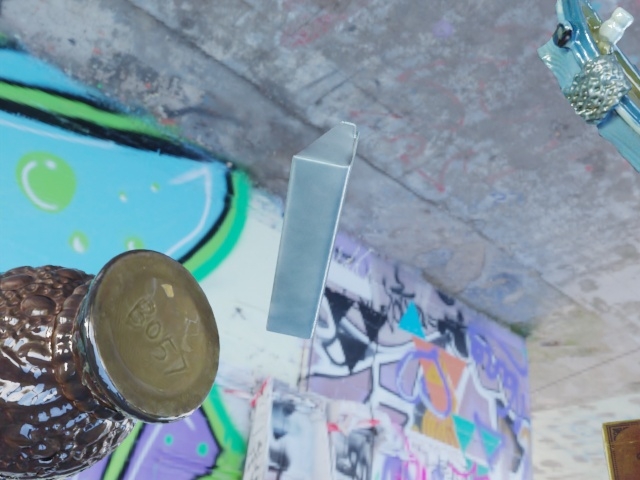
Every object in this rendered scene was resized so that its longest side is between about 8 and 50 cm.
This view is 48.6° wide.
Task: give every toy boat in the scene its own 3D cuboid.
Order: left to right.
[{"bbox_3d":[0.300,-0.139,0.648,0.238,0.109,0.098,49,129,12],"label":"toy boat"}]

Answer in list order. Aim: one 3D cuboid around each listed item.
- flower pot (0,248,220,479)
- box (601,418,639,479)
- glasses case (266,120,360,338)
[{"bbox_3d":[-0.277,0.136,0.826,0.267,0.267,0.266,-21,139,30],"label":"flower pot"},{"bbox_3d":[0.379,0.284,0.707,0.159,0.240,0.071,-15,119,24],"label":"box"},{"bbox_3d":[0.000,0.000,0.832,0.056,0.105,0.266,29,133,19],"label":"glasses case"}]
